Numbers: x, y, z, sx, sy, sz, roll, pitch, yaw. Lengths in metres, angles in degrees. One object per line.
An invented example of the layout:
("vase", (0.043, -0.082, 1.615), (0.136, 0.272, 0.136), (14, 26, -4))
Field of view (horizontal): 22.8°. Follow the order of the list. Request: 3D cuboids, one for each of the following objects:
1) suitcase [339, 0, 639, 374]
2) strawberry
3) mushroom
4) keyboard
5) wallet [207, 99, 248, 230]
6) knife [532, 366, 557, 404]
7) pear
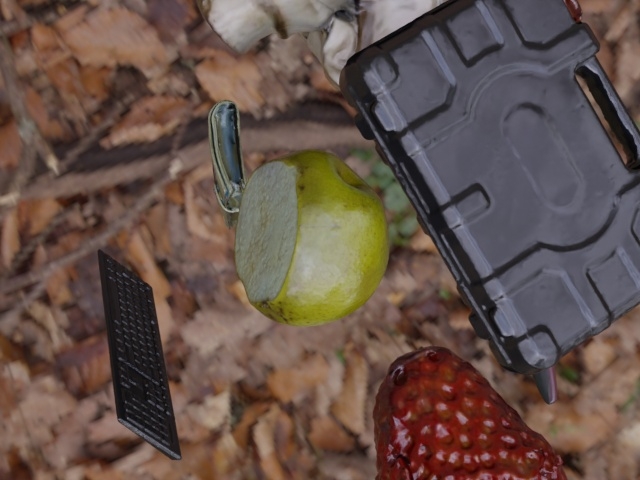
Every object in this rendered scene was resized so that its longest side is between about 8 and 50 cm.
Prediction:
("suitcase", (0.163, -0.061, 1.253), (0.206, 0.066, 0.285), (-32, 93, -20))
("strawberry", (0.140, 0.227, 1.655), (0.205, 0.244, 0.205), (-20, 167, -5))
("mushroom", (-0.006, -0.243, 1.356), (0.195, 0.189, 0.253), (-33, 101, 9))
("keyboard", (-0.140, 0.084, 1.212), (0.011, 0.202, 0.067), (-38, 125, 15))
("wallet", (-0.102, -0.079, 1.752), (0.039, 0.155, 0.110), (-8, 76, -4))
("knife", (0.227, 0.068, 1.802), (0.035, 0.247, 0.018), (-19, 163, 15))
("pear", (0.000, 0.000, 1.259), (0.104, 0.141, 0.141), (12, 112, -29))
